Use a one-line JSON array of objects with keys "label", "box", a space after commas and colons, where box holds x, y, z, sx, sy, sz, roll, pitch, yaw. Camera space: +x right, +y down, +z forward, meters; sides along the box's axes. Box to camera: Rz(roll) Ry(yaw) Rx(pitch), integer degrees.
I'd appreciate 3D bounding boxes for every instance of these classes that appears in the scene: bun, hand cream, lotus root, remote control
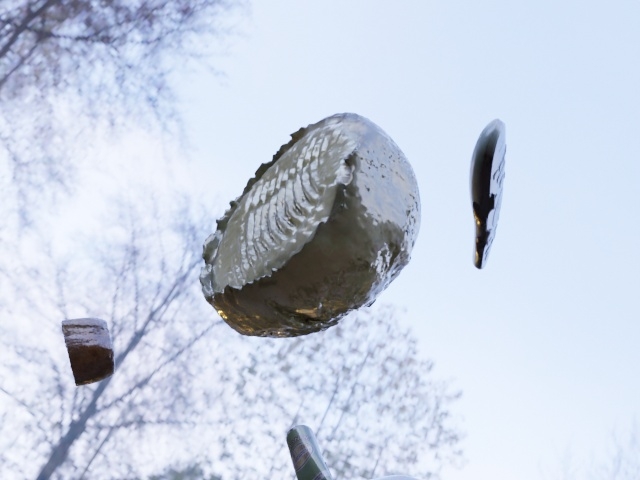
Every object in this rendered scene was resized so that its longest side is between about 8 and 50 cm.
[{"label": "bun", "box": [0.000, 0.000, 1.094, 0.152, 0.259, 0.259, 39, -47, -24]}, {"label": "hand cream", "box": [-0.018, 0.429, 1.993, 0.055, 0.235, 0.086, 28, -69, -29]}, {"label": "lotus root", "box": [-0.411, 0.194, 1.873, 0.081, 0.122, 0.112, -9, -38, -20]}, {"label": "remote control", "box": [0.230, -0.061, 1.489, 0.045, 0.097, 0.256, 12, -46, 18]}]

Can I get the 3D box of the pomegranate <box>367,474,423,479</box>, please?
[{"label": "pomegranate", "box": [0.145, 0.637, 1.923, 0.417, 0.416, 0.416, 12, -49, 14]}]
